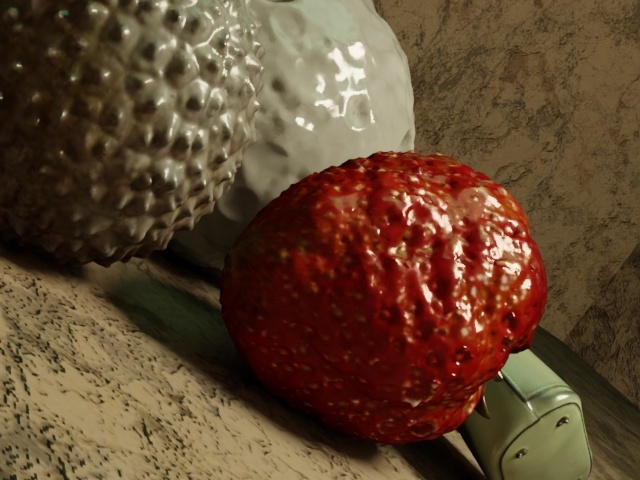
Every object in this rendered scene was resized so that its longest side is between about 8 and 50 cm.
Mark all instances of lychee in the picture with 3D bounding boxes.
[{"bbox_3d":[-0.187,-0.130,0.901,0.300,0.300,0.300,36,6,-5],"label":"lychee"}]

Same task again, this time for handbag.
[{"bbox_3d":[0.131,0.126,1.195,0.315,0.109,0.241,44,-15,37],"label":"handbag"}]

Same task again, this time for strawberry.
[{"bbox_3d":[0.040,0.038,0.984,0.277,0.257,0.257,18,18,-45],"label":"strawberry"}]

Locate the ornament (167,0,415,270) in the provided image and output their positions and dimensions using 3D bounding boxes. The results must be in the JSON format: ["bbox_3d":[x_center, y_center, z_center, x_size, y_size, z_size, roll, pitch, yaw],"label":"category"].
[{"bbox_3d":[-0.057,-0.127,1.218,0.337,0.337,0.337,36,6,-5],"label":"ornament"}]
